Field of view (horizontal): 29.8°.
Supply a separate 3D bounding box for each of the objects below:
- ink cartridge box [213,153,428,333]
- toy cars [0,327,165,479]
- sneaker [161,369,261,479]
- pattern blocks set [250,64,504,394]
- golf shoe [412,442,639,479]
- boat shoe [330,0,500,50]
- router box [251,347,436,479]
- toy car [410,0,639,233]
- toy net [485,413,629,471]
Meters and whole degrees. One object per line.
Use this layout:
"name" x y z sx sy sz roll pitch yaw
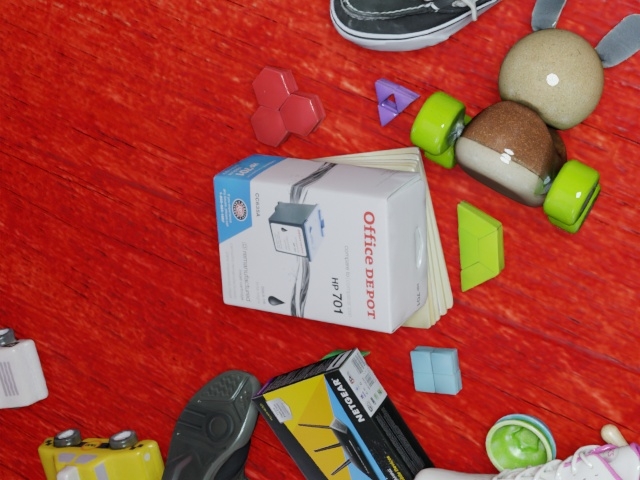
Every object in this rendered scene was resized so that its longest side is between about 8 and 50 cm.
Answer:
"ink cartridge box" 0.000 0.000 1.164 0.191 0.082 0.139 9 113 30
"toy cars" -0.364 0.235 1.505 0.394 0.087 0.176 36 123 14
"sneaker" -0.114 0.256 1.374 0.087 0.130 0.227 19 90 25
"pattern blocks set" 0.048 -0.004 1.199 0.286 0.026 0.324 12 115 27
"golf shoe" 0.230 0.236 1.096 0.306 0.115 0.140 11 102 21
"boat shoe" 0.125 -0.239 0.994 0.306 0.105 0.113 -8 82 32
"router box" 0.029 0.211 1.266 0.133 0.046 0.179 -24 104 40
"toy car" 0.193 -0.126 1.028 0.155 0.149 0.188 29 93 14
"toy net" 0.273 0.234 1.148 0.232 0.045 0.122 9 113 28
